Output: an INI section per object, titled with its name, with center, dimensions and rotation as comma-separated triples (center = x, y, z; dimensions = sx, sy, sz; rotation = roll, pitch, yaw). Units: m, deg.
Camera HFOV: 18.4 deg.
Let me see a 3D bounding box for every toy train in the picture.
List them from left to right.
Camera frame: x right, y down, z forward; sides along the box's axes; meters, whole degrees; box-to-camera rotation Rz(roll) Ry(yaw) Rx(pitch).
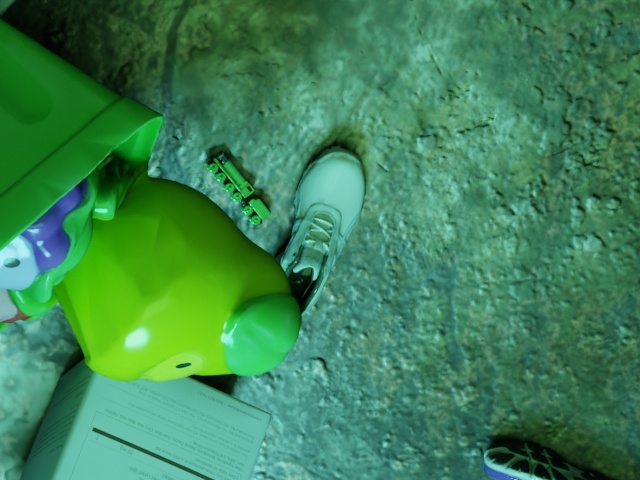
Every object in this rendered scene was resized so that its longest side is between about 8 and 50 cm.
[toy train]
center = -0.077, -0.050, 1.874
dimensions = 0.024, 0.017, 0.083
rotation = -39, 109, -3

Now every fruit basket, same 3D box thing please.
[fruit basket]
center = -0.214, 0.024, 1.661
dimensions = 0.283, 0.392, 0.392
rotation = -42, 110, -20

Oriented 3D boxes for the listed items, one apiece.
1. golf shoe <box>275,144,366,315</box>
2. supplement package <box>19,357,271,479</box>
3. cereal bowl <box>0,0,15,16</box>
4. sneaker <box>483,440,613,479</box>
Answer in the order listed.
[golf shoe]
center = 0.000, 0.000, 1.864
dimensions = 0.069, 0.086, 0.176
rotation = 17, 105, -10
[supplement package]
center = -0.193, 0.273, 1.816
dimensions = 0.175, 0.177, 0.293
rotation = 26, 67, -14
[cereal bowl]
center = -0.402, -0.291, 1.642
dimensions = 0.339, 0.141, 0.339
rotation = 9, 71, -27
[sneaker]
center = 0.234, 0.260, 1.990
dimensions = 0.170, 0.068, 0.071
rotation = 27, 110, -15
